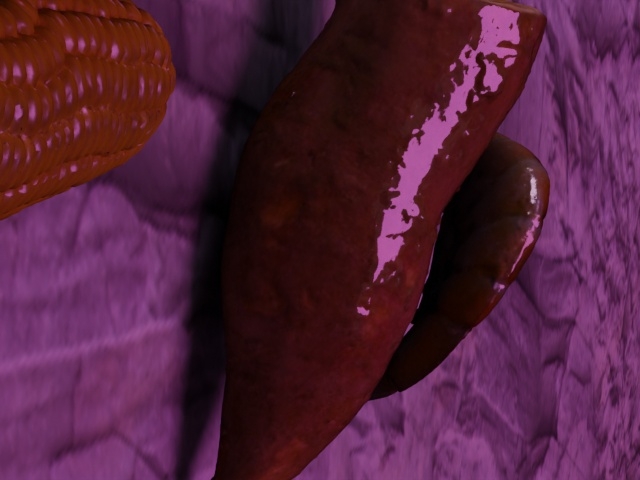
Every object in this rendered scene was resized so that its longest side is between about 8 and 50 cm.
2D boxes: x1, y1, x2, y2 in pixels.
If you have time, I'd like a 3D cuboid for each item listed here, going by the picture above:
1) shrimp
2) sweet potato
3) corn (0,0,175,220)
[{"bbox_3d":[0.043,0.003,1.116,0.051,0.262,0.198,34,97,-27],"label":"shrimp"},{"bbox_3d":[0.002,0.001,1.011,0.336,0.131,0.131,-64,158,-1],"label":"sweet potato"},{"bbox_3d":[-0.141,-0.051,0.639,0.305,0.106,0.106,-30,129,-66],"label":"corn"}]
